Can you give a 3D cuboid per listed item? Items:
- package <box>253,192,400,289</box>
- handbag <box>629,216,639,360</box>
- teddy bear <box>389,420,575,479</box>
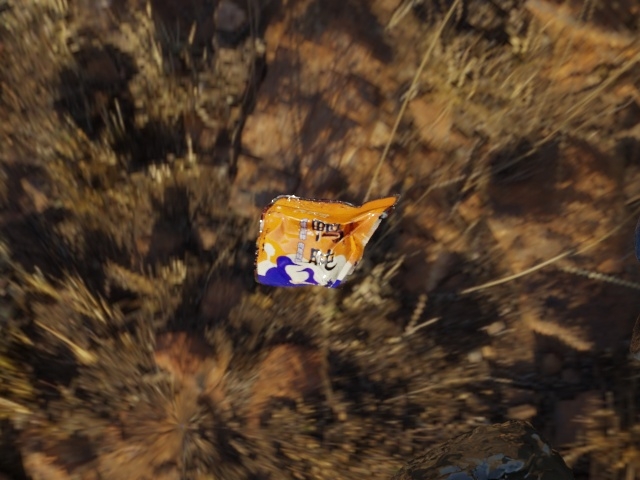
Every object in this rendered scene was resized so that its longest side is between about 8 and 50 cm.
[{"bbox_3d":[-0.001,-0.001,0.982,0.077,0.111,0.033,12,53,-6],"label":"package"},{"bbox_3d":[0.199,-0.117,0.598,0.118,0.269,0.326,15,75,4],"label":"handbag"},{"bbox_3d":[0.015,0.155,0.415,0.177,0.190,0.140,-39,89,27],"label":"teddy bear"}]
